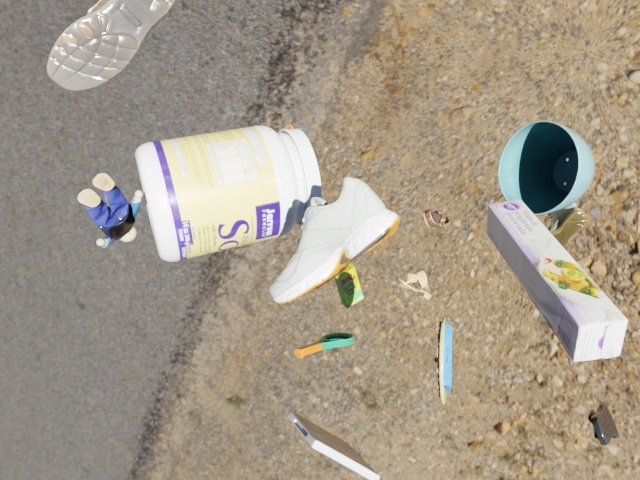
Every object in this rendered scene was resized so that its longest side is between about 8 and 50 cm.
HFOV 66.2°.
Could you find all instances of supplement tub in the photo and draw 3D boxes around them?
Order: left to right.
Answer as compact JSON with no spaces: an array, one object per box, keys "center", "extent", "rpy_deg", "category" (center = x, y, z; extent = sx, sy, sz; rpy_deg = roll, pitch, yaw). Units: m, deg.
[{"center":[-0.188,-0.104,1.012],"extent":[0.241,0.330,0.241],"rpy_deg":[166,90,-71],"category":"supplement tub"}]

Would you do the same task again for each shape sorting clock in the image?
[{"center":[0.299,0.292,1.197],"extent":[0.040,0.206,0.207],"rpy_deg":[1,110,14],"category":"shape sorting clock"}]

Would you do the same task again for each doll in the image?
[{"center":[-0.379,-0.048,0.914],"extent":[0.046,0.129,0.189],"rpy_deg":[28,155,10],"category":"doll"}]

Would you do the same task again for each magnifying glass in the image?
[{"center":[0.011,0.293,1.393],"extent":[0.092,0.230,0.026],"rpy_deg":[0,94,38],"category":"magnifying glass"}]

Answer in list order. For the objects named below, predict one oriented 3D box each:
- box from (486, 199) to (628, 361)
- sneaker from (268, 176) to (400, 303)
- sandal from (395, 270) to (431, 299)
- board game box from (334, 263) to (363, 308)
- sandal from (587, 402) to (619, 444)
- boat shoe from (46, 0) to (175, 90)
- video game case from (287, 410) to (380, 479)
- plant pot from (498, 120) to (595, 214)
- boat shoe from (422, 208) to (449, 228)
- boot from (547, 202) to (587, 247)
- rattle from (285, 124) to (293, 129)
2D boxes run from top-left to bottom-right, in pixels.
[{"center":[0.337,0.042,0.742],"extent":[0.062,0.324,0.067],"rpy_deg":[-8,122,0],"category":"box"},{"center":[0.000,0.000,0.796],"extent":[0.262,0.099,0.121],"rpy_deg":[-39,81,26],"category":"sneaker"},{"center":[0.359,0.148,1.810],"extent":[0.088,0.240,0.079],"rpy_deg":[37,93,40],"category":"sandal"},{"center":[0.121,0.199,2.134],"extent":[0.043,0.092,0.182],"rpy_deg":[41,155,52],"category":"board game box"},{"center":[0.538,0.356,0.948],"extent":[0.040,0.179,0.067],"rpy_deg":[-30,64,31],"category":"sandal"},{"center":[-0.426,-0.436,1.017],"extent":[0.324,0.116,0.123],"rpy_deg":[-42,123,-1],"category":"boat shoe"},{"center":[0.029,0.527,1.260],"extent":[0.212,0.023,0.193],"rpy_deg":[36,170,-19],"category":"video game case"},{"center":[0.753,-0.226,1.579],"extent":[0.290,0.195,0.291],"rpy_deg":[3,93,60],"category":"plant pot"},{"center":[0.448,-0.087,1.892],"extent":[0.073,0.207,0.073],"rpy_deg":[-15,83,24],"category":"boat shoe"},{"center":[0.825,-0.043,1.723],"extent":[0.077,0.165,0.213],"rpy_deg":[35,116,-4],"category":"boot"},{"center":[-0.076,-0.197,1.366],"extent":[0.130,0.143,0.200],"rpy_deg":[6,137,13],"category":"rattle"}]
